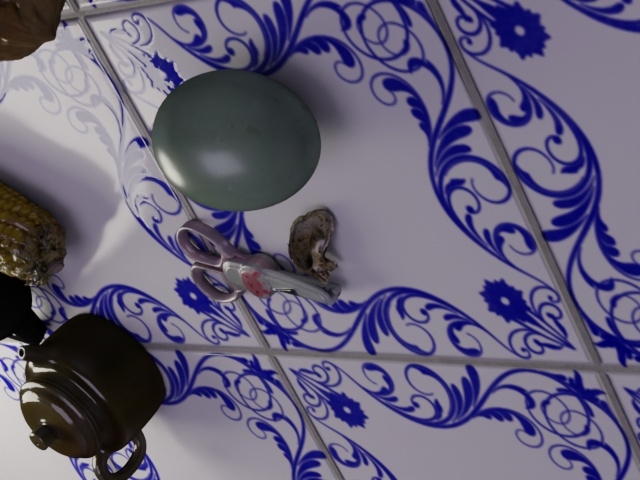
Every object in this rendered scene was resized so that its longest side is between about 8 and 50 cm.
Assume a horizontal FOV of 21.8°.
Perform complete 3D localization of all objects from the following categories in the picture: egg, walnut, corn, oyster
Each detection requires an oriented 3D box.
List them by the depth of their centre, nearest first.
[{"bbox_3d":[-0.089,-0.105,1.746,0.192,0.149,0.149,11,134,35],"label":"egg"},{"bbox_3d":[-0.361,-0.282,1.829,0.184,0.155,0.155,45,145,5],"label":"walnut"},{"bbox_3d":[0.000,0.000,1.885,0.081,0.038,0.083,38,120,-11],"label":"oyster"},{"bbox_3d":[-0.466,-0.042,2.206,0.318,0.115,0.115,29,142,20],"label":"corn"}]

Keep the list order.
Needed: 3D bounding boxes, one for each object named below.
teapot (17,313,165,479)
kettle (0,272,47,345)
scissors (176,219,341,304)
[{"bbox_3d":[-0.331,0.232,2.303,0.186,0.175,0.267,0,127,46],"label":"teapot"},{"bbox_3d":[-0.523,0.078,2.309,0.271,0.207,0.250,15,130,21],"label":"kettle"},{"bbox_3d":[-0.073,0.040,1.982,0.242,0.030,0.118,13,135,40],"label":"scissors"}]
